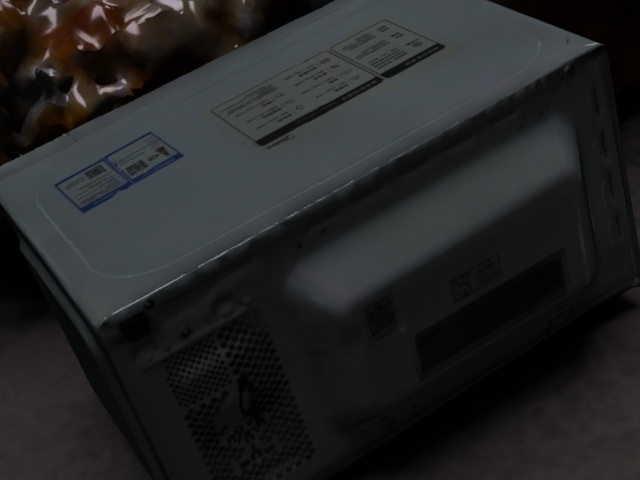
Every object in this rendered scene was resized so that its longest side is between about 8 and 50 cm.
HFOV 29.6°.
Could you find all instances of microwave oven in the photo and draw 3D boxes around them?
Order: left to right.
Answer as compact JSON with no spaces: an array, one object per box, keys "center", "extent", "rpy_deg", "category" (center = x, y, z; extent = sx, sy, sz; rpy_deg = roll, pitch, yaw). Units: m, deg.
[{"center":[0.000,0.000,0.485],"extent":[0.208,0.122,0.162],"rpy_deg":[-29,35,-15],"category":"microwave oven"}]

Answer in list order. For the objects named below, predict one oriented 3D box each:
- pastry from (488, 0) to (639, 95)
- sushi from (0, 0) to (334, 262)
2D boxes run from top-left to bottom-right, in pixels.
[{"center":[0.121,-0.169,0.575],"extent":[0.100,0.218,0.229],"rpy_deg":[32,14,39],"category":"pastry"},{"center":[-0.128,-0.163,0.670],"extent":[0.418,0.175,0.417],"rpy_deg":[6,37,-5],"category":"sushi"}]
